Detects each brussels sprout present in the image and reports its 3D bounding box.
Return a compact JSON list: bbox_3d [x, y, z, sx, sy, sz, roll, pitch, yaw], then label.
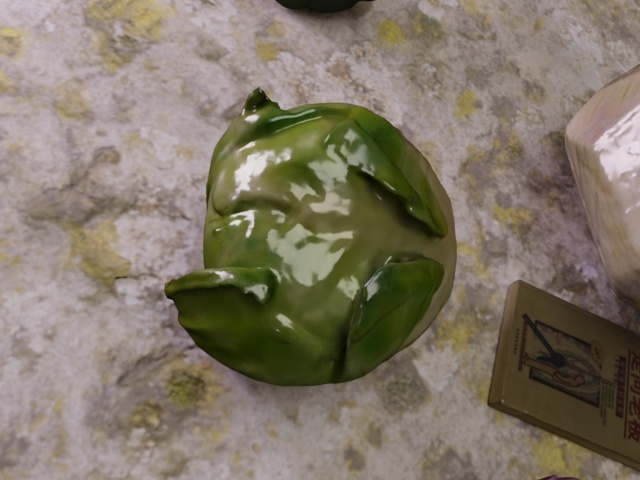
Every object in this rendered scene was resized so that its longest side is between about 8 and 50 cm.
[{"bbox_3d":[-0.001,0.002,0.741,0.294,0.227,0.260,1,80,-31],"label":"brussels sprout"}]

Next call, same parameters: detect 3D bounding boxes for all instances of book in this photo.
[{"bbox_3d":[0.308,0.159,0.908,0.230,0.026,0.161,24,59,-11],"label":"book"}]

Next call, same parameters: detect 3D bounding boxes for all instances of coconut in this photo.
[{"bbox_3d":[0.484,-0.086,0.912,0.415,0.344,0.416,8,67,-19],"label":"coconut"}]

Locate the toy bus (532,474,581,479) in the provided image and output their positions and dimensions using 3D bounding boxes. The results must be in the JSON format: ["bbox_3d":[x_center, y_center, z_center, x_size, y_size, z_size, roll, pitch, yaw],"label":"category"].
[{"bbox_3d":[0.261,0.385,0.709,0.386,0.171,0.162,49,48,5],"label":"toy bus"}]

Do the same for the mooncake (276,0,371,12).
[{"bbox_3d":[0.009,-0.350,0.943,0.168,0.175,0.104,23,56,-42],"label":"mooncake"}]
